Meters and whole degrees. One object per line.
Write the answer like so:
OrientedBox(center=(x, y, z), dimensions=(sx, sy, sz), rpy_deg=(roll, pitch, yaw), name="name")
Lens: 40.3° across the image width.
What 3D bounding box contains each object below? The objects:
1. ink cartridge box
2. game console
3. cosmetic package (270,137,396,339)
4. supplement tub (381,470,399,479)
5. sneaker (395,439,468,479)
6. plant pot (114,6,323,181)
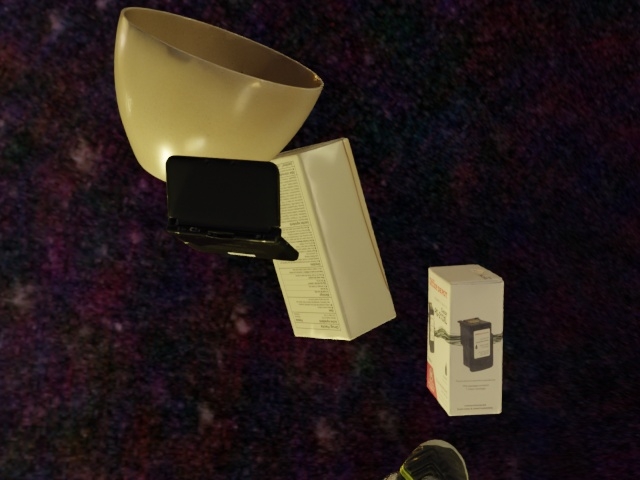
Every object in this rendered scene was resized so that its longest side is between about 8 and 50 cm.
OrientedBox(center=(0.257, 0.172, 1.563), dimensions=(0.100, 0.172, 0.237), rpy_deg=(-1, 98, -6), name="ink cartridge box")
OrientedBox(center=(-0.086, -0.030, 0.871), dimensions=(0.122, 0.107, 0.071), rpy_deg=(6, 75, 20), name="game console")
OrientedBox(center=(0.000, 0.000, 1.443), dimensions=(0.160, 0.113, 0.309), rpy_deg=(-3, 106, 53), name="cosmetic package")
OrientedBox(center=(0.144, 0.514, 1.646), dimensions=(0.117, 0.190, 0.117), rpy_deg=(5, 102, 22), name="supplement tub")
OrientedBox(center=(0.208, 0.494, 1.418), dimensions=(0.145, 0.147, 0.385), rpy_deg=(-1, 106, 29), name="sneaker")
OrientedBox(center=(-0.162, -0.178, 1.199), dimensions=(0.284, 0.284, 0.191), rpy_deg=(36, 113, 33), name="plant pot")
